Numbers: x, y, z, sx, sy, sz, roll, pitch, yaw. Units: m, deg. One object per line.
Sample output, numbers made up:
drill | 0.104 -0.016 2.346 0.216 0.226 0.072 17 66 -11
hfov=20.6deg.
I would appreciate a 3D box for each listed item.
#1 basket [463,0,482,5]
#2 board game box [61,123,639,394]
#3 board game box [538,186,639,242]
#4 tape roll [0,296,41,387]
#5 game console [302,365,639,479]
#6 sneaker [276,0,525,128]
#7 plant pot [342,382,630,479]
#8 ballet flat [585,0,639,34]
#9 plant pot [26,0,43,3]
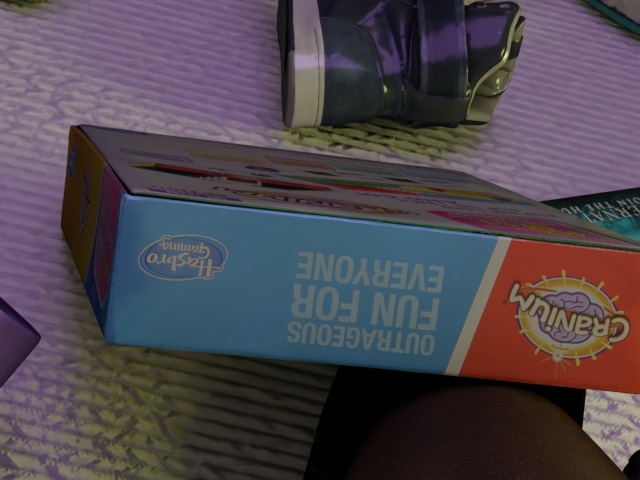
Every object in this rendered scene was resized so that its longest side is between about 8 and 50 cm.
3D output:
basket | 0.115 -0.256 1.350 0.103 0.113 0.167 33 39 16
board game box | 0.000 0.000 0.881 0.242 0.064 0.316 6 7 -12
board game box | 0.194 0.017 1.087 0.186 0.026 0.126 -9 42 -30
tape roll | -0.254 -0.012 0.759 0.275 0.275 0.090 37 83 27
game console | 0.171 0.148 0.894 0.361 0.044 0.213 16 38 2
sneaker | 0.052 -0.159 1.203 0.163 0.086 0.226 -1 48 -4
plant pot | 0.070 0.169 0.688 0.215 0.215 0.230 9 33 -9
ballet flat | 0.371 -0.176 1.322 0.409 0.147 0.147 34 40 24
plant pot | -0.210 -0.204 1.194 0.079 0.083 0.083 39 40 11
